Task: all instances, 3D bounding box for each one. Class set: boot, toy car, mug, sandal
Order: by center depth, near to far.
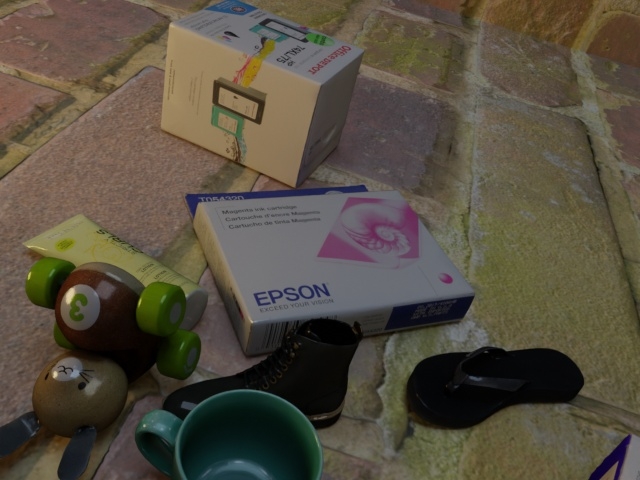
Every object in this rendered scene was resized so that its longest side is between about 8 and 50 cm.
[{"bbox_3d":[-0.079,0.209,0.583,0.129,0.097,0.158,-21,50,-38],"label":"mug"},{"bbox_3d":[-0.231,0.129,0.609,0.155,0.149,0.188,11,48,15],"label":"toy car"},{"bbox_3d":[-0.060,0.133,0.654,0.198,0.137,0.077,-3,41,-22],"label":"boot"},{"bbox_3d":[0.217,0.163,0.783,0.255,0.054,0.097,-5,42,-25],"label":"sandal"}]

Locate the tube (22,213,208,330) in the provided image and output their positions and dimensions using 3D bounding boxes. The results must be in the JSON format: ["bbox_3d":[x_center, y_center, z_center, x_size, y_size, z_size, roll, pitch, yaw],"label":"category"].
[{"bbox_3d":[-0.250,0.033,0.782,0.240,0.062,0.070,27,-2,22],"label":"tube"}]

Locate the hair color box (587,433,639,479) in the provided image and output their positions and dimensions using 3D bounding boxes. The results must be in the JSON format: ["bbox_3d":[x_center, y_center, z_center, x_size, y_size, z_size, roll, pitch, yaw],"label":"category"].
[{"bbox_3d":[0.400,0.353,0.568,0.339,0.110,0.185,32,39,17],"label":"hair color box"}]

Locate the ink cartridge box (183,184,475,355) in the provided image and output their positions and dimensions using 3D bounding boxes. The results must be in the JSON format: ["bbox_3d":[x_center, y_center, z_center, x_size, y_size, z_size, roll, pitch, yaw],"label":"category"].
[{"bbox_3d":[0.000,0.000,0.905,0.324,0.071,0.330,-6,43,-26],"label":"ink cartridge box"}]

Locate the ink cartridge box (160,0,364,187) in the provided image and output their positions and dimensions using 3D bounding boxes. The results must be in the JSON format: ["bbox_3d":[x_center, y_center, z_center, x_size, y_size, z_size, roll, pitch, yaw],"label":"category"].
[{"bbox_3d":[-0.098,-0.258,1.089,0.270,0.197,0.198,24,38,11],"label":"ink cartridge box"}]
